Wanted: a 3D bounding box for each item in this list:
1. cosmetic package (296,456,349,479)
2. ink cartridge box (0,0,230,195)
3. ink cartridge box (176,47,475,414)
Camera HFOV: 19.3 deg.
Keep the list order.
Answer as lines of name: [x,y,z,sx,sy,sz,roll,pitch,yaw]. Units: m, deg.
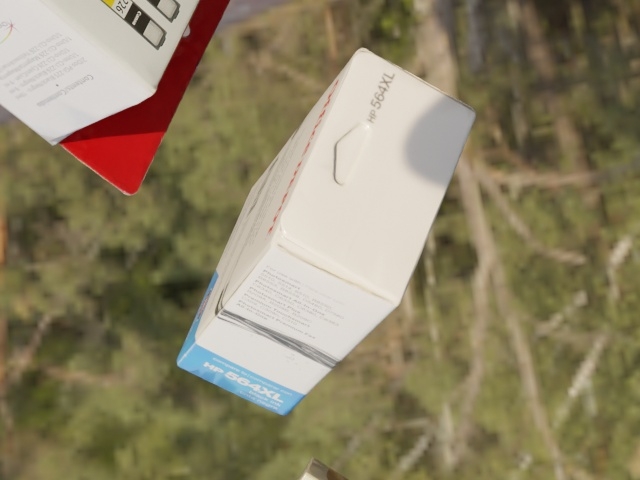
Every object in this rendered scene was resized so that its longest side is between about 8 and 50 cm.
cosmetic package: [0.025,0.209,1.306,0.060,0.115,0.041,-56,180,13]
ink cartridge box: [-0.140,-0.234,1.286,0.272,0.309,0.130,39,144,-25]
ink cartridge box: [0.000,0.000,1.144,0.086,0.148,0.203,28,151,-8]
